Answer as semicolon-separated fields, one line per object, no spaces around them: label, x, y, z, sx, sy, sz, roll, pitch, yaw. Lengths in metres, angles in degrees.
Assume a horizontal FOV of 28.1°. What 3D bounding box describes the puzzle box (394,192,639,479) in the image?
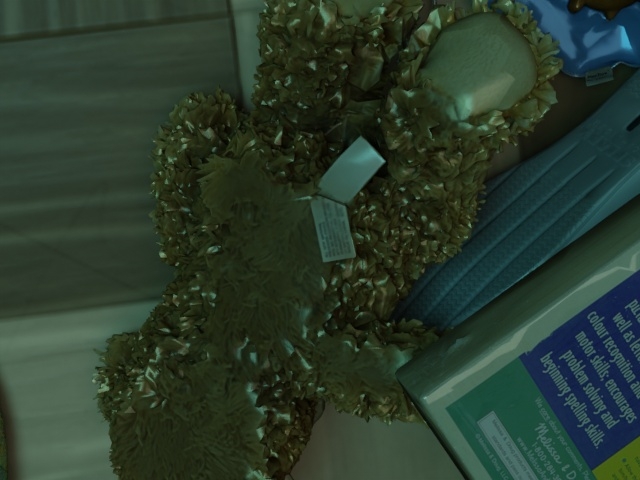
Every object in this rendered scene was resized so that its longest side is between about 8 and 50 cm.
puzzle box;0.257;0.150;0.657;0.272;0.052;0.409;-35;104;-4

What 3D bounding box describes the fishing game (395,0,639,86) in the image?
fishing game;0.163;-0.188;0.751;0.264;0.041;0.189;-12;98;-4

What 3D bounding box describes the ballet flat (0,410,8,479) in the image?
ballet flat;-0.257;0.222;0.740;0.123;0.123;0.348;12;98;-8

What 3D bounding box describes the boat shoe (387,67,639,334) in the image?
boat shoe;0.166;-0.008;0.748;0.302;0.109;0.094;-38;121;9

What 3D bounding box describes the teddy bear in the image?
teddy bear;0.000;0.000;0.702;0.245;0.113;0.337;14;99;19

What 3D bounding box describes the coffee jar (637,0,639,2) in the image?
coffee jar;0.213;-0.215;0.701;0.096;0.079;0.184;16;89;-18
